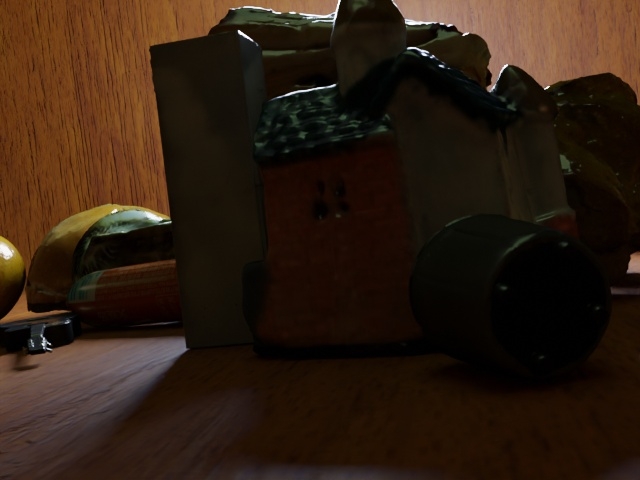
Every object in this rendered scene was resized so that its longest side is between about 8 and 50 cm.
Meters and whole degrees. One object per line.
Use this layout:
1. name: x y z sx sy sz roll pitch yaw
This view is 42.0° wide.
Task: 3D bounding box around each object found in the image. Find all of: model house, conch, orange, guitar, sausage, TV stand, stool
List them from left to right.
1. orange: -0.497 0.057 1.169 0.159 0.136 0.159 -1 -15 0
2. guitar: -0.287 0.099 0.851 0.088 0.025 0.233 -7 3 -18
3. conch: -0.241 0.024 1.096 0.187 0.124 0.181 -15 16 18
4. sausage: -0.189 0.058 0.946 0.264 0.083 0.083 -8 1 28
5. TV stand: -0.085 -0.045 0.757 0.088 0.269 0.083 -6 2 13
6. model house: 0.068 -0.062 0.652 0.253 0.291 0.184 -6 7 25
7. stool: 0.111 0.033 0.491 0.096 0.096 0.110 -7 6 -14

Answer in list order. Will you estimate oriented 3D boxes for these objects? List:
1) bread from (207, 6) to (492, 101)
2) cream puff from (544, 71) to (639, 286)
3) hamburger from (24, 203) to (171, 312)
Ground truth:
1. bread: 0.036 -0.159 1.004 0.325 0.167 0.277 8 -3 10
2. cream puff: 0.220 -0.054 0.815 0.244 0.196 0.244 -13 14 3
3. hamburger: -0.312 0.023 1.242 0.144 0.156 0.283 -4 1 44
